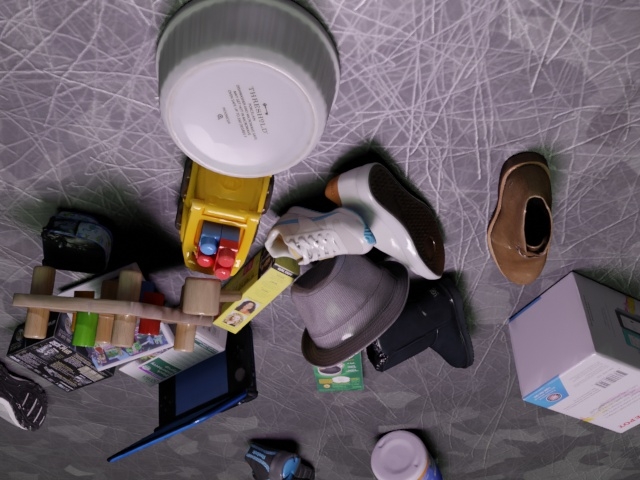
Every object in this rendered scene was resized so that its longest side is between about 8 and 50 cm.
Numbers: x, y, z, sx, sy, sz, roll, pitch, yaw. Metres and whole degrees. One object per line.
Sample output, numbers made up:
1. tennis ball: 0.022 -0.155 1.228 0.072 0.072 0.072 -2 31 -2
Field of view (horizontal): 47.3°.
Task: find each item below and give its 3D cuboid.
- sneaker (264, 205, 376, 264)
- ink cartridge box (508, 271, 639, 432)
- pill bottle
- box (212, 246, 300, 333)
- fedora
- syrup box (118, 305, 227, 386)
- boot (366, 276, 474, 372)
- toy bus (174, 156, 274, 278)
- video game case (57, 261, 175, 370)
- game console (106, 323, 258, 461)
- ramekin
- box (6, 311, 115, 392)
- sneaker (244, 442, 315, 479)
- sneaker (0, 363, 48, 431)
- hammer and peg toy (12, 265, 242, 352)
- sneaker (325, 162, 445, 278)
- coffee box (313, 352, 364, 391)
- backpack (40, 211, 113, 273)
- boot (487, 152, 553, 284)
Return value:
1. sneaker: 0.000 0.000 1.225 0.228 0.092 0.087 3 132 50
2. ink cartridge box: 0.556 0.231 1.466 0.270 0.197 0.198 22 134 -21
3. pill bottle: 0.245 0.636 1.962 0.152 0.152 0.272 -14 137 16
4. box: -0.123 0.084 1.406 0.058 0.087 0.232 27 133 -23
5. fedora: 0.032 0.092 1.309 0.243 0.275 0.124 -37 103 14
6. syrup box: -0.312 0.218 1.551 0.236 0.096 0.093 -29 129 28
7. boot: 0.193 0.205 1.471 0.207 0.094 0.247 -26 131 -8
8. toy bus: -0.166 -0.015 1.204 0.149 0.212 0.220 11 139 -13
9. video game case: -0.411 0.156 1.473 0.201 0.023 0.184 -20 101 22
10. game console: -0.291 0.311 1.518 0.293 0.250 0.173 -29 143 29
11. ramekin: -0.108 -0.208 1.046 0.272 0.127 0.273 1 138 1
12. box: -0.560 0.243 1.598 0.147 0.078 0.180 -22 133 24
13. sneaker: -0.109 0.654 2.044 0.139 0.125 0.341 18 147 24
14. sneaker: -0.759 0.365 1.740 0.107 0.100 0.272 -7 136 30
15. hammer and peg toy: -0.307 0.129 1.273 0.361 0.128 0.266 2 170 22
16. sneaker: 0.116 -0.029 1.280 0.123 0.106 0.290 -9 138 38
17. coffee box: 0.040 0.279 1.650 0.113 0.040 0.184 -4 138 5
18. backpack: -0.436 0.003 1.323 0.114 0.084 0.105 13 135 -6
19. boot: 0.355 -0.002 1.276 0.112 0.115 0.305 -8 139 7
